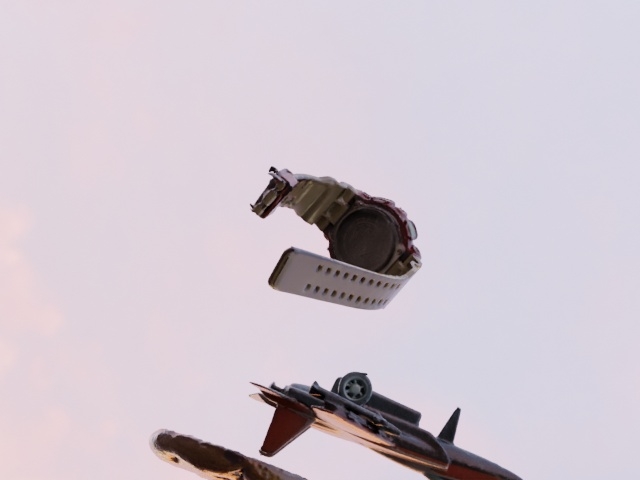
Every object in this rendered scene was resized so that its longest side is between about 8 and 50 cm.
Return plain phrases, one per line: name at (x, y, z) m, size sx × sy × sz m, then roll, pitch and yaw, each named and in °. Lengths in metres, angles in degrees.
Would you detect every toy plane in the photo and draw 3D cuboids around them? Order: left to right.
toy plane at (0.077, 0.211, 2.072) m, size 0.223 × 0.326 × 0.104 m, roll 105°, pitch -4°, yaw -78°

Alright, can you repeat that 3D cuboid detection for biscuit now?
biscuit at (-0.085, 0.244, 1.969) m, size 0.212 × 0.212 × 0.036 m, roll 7°, pitch -108°, yaw 49°

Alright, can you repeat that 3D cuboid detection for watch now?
watch at (0.001, -0.003, 1.929) m, size 0.102 × 0.268 × 0.165 m, roll -50°, pitch -122°, yaw 18°
